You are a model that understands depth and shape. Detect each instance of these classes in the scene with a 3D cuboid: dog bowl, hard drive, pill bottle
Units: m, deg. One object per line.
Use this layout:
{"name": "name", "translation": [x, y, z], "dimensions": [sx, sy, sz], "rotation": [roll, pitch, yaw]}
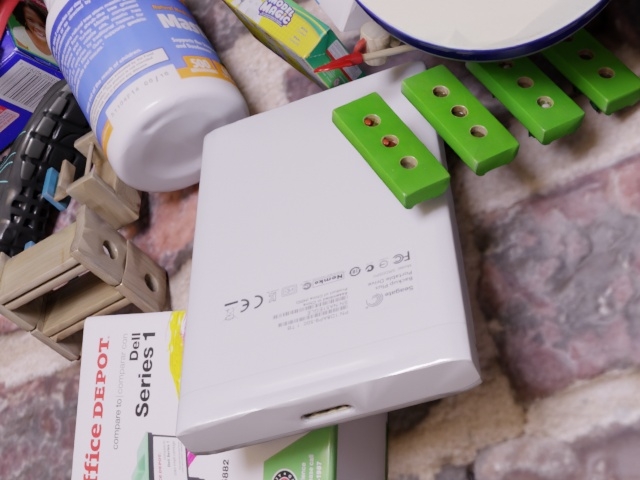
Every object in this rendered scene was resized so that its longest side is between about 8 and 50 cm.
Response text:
{"name": "dog bowl", "translation": [0.127, -0.274, 0.794], "dimensions": [0.264, 0.104, 0.265], "rotation": [1, 96, 11]}
{"name": "hard drive", "translation": [0.000, 0.000, 0.871], "dimensions": [0.233, 0.047, 0.353], "rotation": [-17, 44, 15]}
{"name": "pill bottle", "translation": [-0.197, -0.196, 1.077], "dimensions": [0.152, 0.152, 0.272], "rotation": [-40, 61, 15]}

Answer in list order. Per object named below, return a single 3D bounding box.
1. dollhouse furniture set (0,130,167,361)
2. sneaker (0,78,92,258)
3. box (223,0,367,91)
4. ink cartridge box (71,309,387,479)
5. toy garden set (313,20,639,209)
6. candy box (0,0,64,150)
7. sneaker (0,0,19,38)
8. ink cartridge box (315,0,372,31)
{"name": "dollhouse furniture set", "translation": [-0.249, 0.005, 1.089], "dimensions": [0.129, 0.129, 0.184], "rotation": [-26, 41, 22]}
{"name": "sneaker", "translation": [-0.343, -0.070, 1.159], "dimensions": [0.106, 0.101, 0.267], "rotation": [27, 91, 35]}
{"name": "box", "translation": [-0.039, -0.212, 1.018], "dimensions": [0.179, 0.105, 0.043], "rotation": [39, 90, 32]}
{"name": "ink cartridge box", "translation": [-0.085, 0.169, 0.936], "dimensions": [0.278, 0.117, 0.202], "rotation": [-5, 75, 28]}
{"name": "toy garden set", "translation": [0.116, -0.136, 0.881], "dimensions": [0.244, 0.049, 0.204], "rotation": [-25, 56, -19]}
{"name": "candy box", "translation": [-0.471, -0.251, 1.266], "dimensions": [0.268, 0.122, 0.317], "rotation": [-35, 65, 17]}
{"name": "sneaker", "translation": [-0.413, -0.217, 1.101], "dimensions": [0.279, 0.107, 0.118], "rotation": [-47, 71, 11]}
{"name": "ink cartridge box", "translation": [0.065, -0.266, 0.954], "dimensions": [0.092, 0.143, 0.090], "rotation": [54, 144, 28]}
